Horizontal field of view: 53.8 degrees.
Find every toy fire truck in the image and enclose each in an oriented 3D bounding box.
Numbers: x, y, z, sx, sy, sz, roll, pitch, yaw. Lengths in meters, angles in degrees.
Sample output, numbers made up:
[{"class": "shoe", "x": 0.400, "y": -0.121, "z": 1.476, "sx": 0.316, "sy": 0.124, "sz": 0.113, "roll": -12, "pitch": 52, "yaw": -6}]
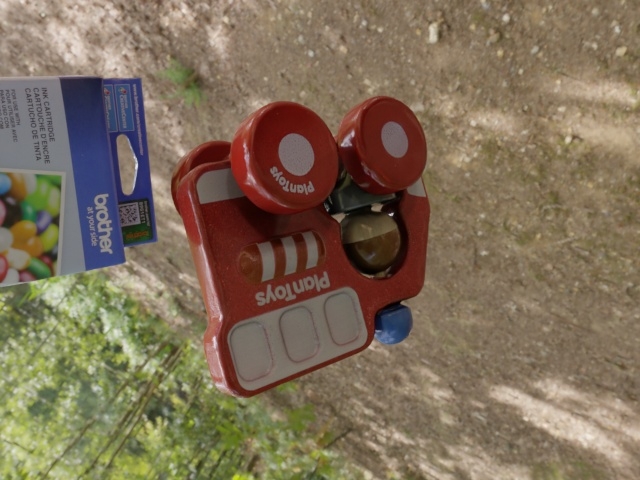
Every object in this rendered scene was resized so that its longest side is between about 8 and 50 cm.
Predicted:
[{"class": "toy fire truck", "x": 0.000, "y": 0.000, "z": 0.652, "sx": 0.169, "sy": 0.302, "sz": 0.254, "roll": -13, "pitch": 90, "yaw": 52}]

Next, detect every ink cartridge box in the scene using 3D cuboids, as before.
[{"class": "ink cartridge box", "x": -0.297, "y": -0.052, "z": 0.569, "sx": 0.065, "sy": 0.311, "sz": 0.186, "roll": 18, "pitch": 115, "yaw": 52}]
